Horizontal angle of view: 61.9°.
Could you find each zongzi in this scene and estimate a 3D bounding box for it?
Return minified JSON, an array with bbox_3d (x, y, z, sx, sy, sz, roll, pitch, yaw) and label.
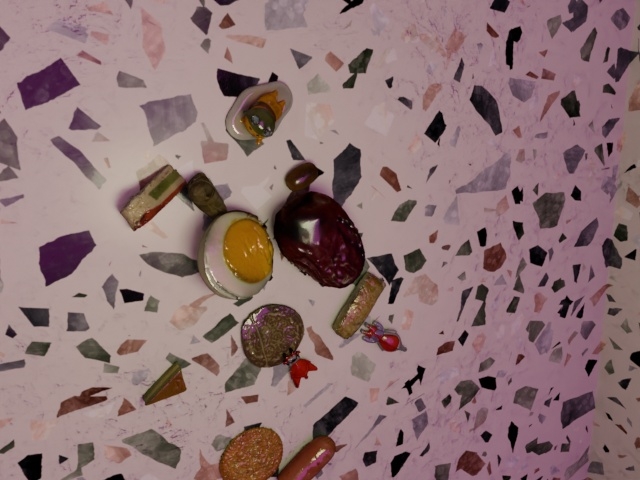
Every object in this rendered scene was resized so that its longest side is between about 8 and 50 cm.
[{"bbox_3d":[-0.337,-0.101,1.635,0.081,0.178,0.189,-32,117,2],"label":"zongzi"}]

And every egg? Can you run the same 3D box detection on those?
[{"bbox_3d":[-0.291,0.049,1.710,0.264,0.174,0.286,10,78,-42],"label":"egg"}]

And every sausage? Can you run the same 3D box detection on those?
[{"bbox_3d":[-0.049,0.865,2.074,0.259,0.113,0.113,-41,118,-14],"label":"sausage"}]

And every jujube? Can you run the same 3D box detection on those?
[{"bbox_3d":[0.000,0.000,1.811,0.258,0.258,0.377,-49,132,-9],"label":"jujube"}]

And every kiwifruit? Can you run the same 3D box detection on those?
[{"bbox_3d":[-0.063,-0.216,1.814,0.124,0.075,0.075,-33,116,-13],"label":"kiwifruit"}]

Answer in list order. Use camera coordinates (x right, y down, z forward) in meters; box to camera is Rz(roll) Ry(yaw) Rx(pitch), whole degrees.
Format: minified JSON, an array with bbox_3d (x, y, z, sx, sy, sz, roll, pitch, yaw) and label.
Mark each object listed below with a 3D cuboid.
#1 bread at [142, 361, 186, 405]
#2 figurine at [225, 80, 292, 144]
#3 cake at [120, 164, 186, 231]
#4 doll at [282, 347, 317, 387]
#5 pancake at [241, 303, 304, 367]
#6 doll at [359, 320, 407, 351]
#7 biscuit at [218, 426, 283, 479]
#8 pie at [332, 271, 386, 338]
[{"bbox_3d":[-0.519,0.468,1.744,0.139,0.074,0.084,-17,110,-22],"label":"bread"},{"bbox_3d":[-0.168,-0.405,1.668,0.250,0.141,0.166,-47,118,-10],"label":"figurine"},{"bbox_3d":[-0.494,-0.126,1.580,0.220,0.116,0.086,-44,113,-11],"label":"cake"},{"bbox_3d":[-0.083,0.466,1.976,0.109,0.057,0.169,-41,133,-14],"label":"doll"},{"bbox_3d":[-0.169,0.343,1.922,0.250,0.031,0.250,-7,106,-26],"label":"pancake"},{"bbox_3d":[0.260,0.396,2.140,0.227,0.075,0.102,28,103,-21],"label":"doll"},{"bbox_3d":[-0.253,0.816,1.997,0.254,0.035,0.254,-8,106,-27],"label":"biscuit"},{"bbox_3d":[0.152,0.249,2.052,0.128,0.068,0.282,38,79,-31],"label":"pie"}]
